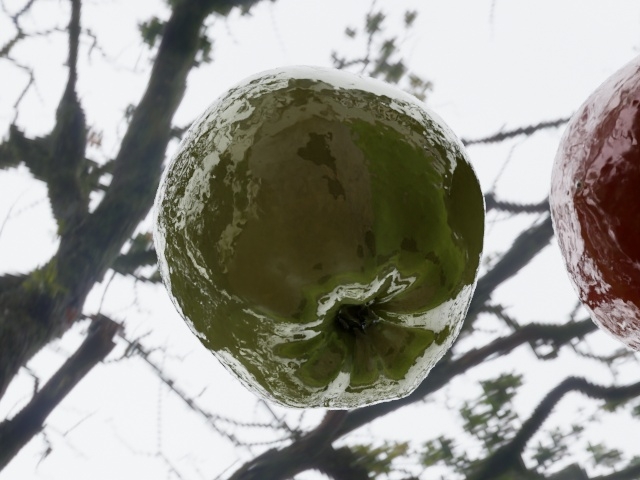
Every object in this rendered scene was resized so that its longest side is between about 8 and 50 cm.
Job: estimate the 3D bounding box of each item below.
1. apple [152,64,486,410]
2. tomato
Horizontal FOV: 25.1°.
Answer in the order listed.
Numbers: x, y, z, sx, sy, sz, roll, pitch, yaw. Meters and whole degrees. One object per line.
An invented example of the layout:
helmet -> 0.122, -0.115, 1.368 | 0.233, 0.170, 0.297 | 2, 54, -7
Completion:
apple -> 0.000, 0.000, 0.793 | 0.200, 0.200, 0.200 | 6, -109, -16
tomato -> 0.247, -0.028, 0.927 | 0.188, 0.232, 0.232 | 13, -112, -30
